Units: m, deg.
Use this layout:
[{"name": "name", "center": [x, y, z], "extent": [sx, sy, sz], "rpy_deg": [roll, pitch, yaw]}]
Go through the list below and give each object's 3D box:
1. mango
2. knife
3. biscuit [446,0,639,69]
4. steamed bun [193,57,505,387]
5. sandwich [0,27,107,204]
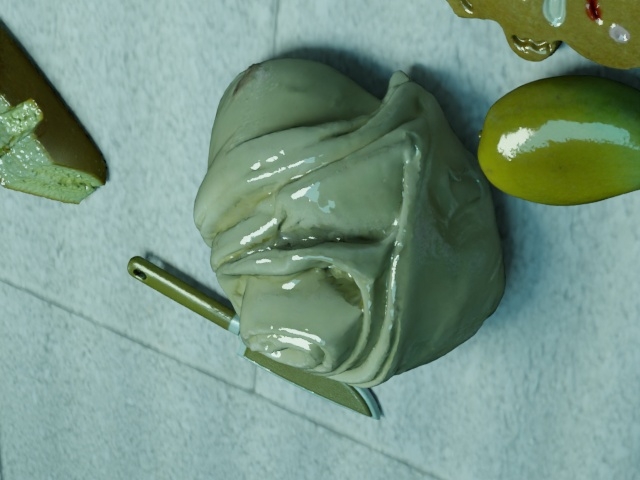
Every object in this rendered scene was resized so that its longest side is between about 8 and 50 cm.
[{"name": "mango", "center": [0.236, -0.088, 1.575], "extent": [0.194, 0.092, 0.130], "rpy_deg": [10, 128, 24]}, {"name": "knife", "center": [-0.076, 0.114, 2.011], "extent": [0.343, 0.027, 0.061], "rpy_deg": [28, 133, 9]}, {"name": "biscuit", "center": [0.217, -0.226, 1.516], "extent": [0.249, 0.035, 0.184], "rpy_deg": [21, 134, 19]}, {"name": "steamed bun", "center": [0.009, 0.001, 1.715], "extent": [0.309, 0.219, 0.324], "rpy_deg": [10, 129, 29]}, {"name": "sandwich", "center": [-0.338, -0.131, 1.949], "extent": [0.090, 0.088, 0.244], "rpy_deg": [-21, 111, 40]}]
